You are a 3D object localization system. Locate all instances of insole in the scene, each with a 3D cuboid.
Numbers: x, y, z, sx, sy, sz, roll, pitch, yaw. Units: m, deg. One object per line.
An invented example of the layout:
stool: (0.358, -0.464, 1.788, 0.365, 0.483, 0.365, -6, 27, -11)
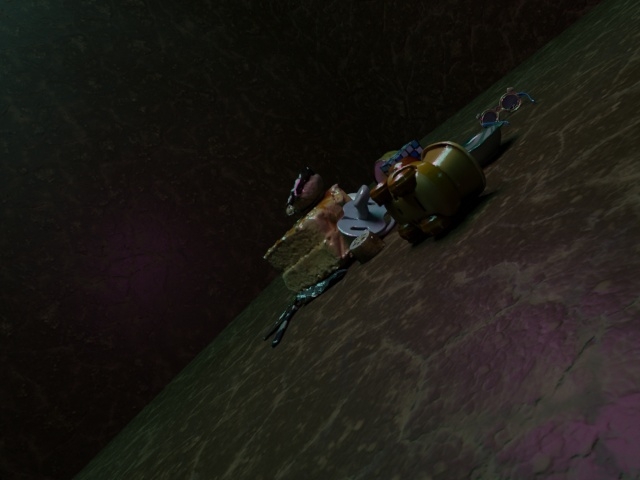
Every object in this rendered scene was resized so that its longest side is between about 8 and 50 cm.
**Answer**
insole: (-0.157, 0.311, 1.825, 0.248, 0.011, 0.081, -51, 1, -9)

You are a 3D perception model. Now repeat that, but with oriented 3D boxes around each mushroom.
mushroom: (-0.074, -0.206, 2.023, 0.344, 0.129, 0.248, 136, 157, -78)

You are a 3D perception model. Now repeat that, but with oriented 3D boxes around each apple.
apple: (0.397, -0.288, 1.951, 0.181, 0.168, 0.181, -39, 0, 0)

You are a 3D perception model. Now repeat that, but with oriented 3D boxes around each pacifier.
pacifier: (0.183, -0.130, 1.760, 0.227, 0.207, 0.279, 0, 38, 17)

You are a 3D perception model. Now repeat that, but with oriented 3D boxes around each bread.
bread: (0.000, 0.000, 1.952, 0.371, 0.279, 0.390, -40, 6, 39)

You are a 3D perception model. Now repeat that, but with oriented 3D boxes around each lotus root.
lotus root: (0.170, 0.024, 1.611, 0.122, 0.081, 0.112, -40, 13, 27)

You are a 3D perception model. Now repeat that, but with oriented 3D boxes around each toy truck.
toy truck: (0.293, -0.132, 1.227, 0.211, 0.204, 0.288, -41, 4, -14)

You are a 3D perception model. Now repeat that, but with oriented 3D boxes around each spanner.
spanner: (-0.145, 0.332, 1.708, 0.087, 0.024, 0.316, -42, 6, 17)

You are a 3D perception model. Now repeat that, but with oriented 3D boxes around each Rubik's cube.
Rubik's cube: (0.430, -0.354, 2.148, 0.182, 0.187, 0.184, -42, 8, -3)

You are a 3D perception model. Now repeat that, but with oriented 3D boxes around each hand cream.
hand cream: (-0.004, 0.178, 1.732, 0.248, 0.052, 0.075, -39, 7, 28)

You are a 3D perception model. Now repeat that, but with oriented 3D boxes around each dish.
dish: (0.540, -0.306, 1.504, 0.224, 0.078, 0.246, -40, 6, 16)

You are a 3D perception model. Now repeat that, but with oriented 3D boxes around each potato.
potato: (0.427, -0.399, 2.406, 0.229, 0.229, 0.266, -36, 11, 48)

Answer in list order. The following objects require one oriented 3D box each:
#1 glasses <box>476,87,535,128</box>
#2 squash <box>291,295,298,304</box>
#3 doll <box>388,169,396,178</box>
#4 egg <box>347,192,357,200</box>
glasses: (0.760, -0.507, 1.765, 0.189, 0.088, 0.221, -40, 25, 13)
squash: (-0.111, 0.262, 1.978, 0.027, 0.027, 0.083, -40, 5, 26)
doll: (0.337, -0.194, 1.681, 0.215, 0.161, 0.257, -15, 12, -13)
egg: (0.142, -0.148, 2.340, 0.271, 0.161, 0.206, 109, -173, -53)
